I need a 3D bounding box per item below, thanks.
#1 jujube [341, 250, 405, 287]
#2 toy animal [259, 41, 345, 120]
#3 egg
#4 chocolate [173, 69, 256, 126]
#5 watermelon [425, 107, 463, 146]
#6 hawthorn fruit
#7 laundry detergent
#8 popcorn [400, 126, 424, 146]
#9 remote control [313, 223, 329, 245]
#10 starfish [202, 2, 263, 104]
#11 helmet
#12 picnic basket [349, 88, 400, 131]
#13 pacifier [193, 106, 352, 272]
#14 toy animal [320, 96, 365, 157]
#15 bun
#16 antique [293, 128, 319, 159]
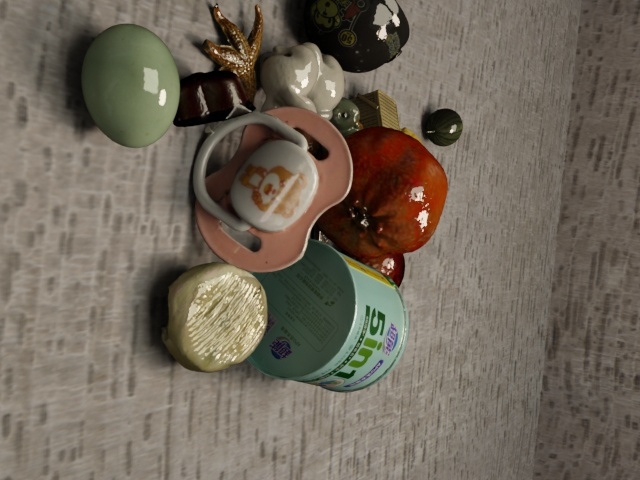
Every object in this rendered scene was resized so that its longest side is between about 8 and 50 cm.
[{"bbox_3d":[0.125,0.080,2.096,0.168,0.168,0.236,-55,157,-37],"label":"jujube"},{"bbox_3d":[-0.039,-0.307,1.729,0.193,0.127,0.179,-25,105,-58],"label":"toy animal"},{"bbox_3d":[-0.294,-0.239,1.331,0.149,0.149,0.192,-38,134,-49],"label":"egg"},{"bbox_3d":[-0.195,-0.263,1.517,0.125,0.148,0.080,-102,-179,-64],"label":"chocolate"},{"bbox_3d":[0.340,-0.314,2.404,0.133,0.105,0.105,-26,119,-40],"label":"watermelon"},{"bbox_3d":[0.129,-0.117,1.817,0.330,0.287,0.287,-57,142,-54],"label":"hawthorn fruit"},{"bbox_3d":[0.018,0.168,1.803,0.305,0.287,0.287,27,74,-57],"label":"laundry detergent"},{"bbox_3d":[0.207,-0.182,2.186,0.194,0.163,0.140,53,21,-11],"label":"popcorn"},{"bbox_3d":[0.000,0.000,1.987,0.059,0.028,0.212,5,92,-55],"label":"remote control"},{"bbox_3d":[-0.153,-0.340,1.632,0.213,0.057,0.238,-55,139,-26],"label":"starfish"},{"bbox_3d":[0.059,-0.446,1.822,0.160,0.230,0.279,-51,163,-15],"label":"helmet"},{"bbox_3d":[0.135,-0.270,2.054,0.115,0.079,0.164,20,60,-60],"label":"picnic basket"},{"bbox_3d":[-0.089,-0.097,1.636,0.332,0.220,0.273,-54,145,-4],"label":"pacifier"},{"bbox_3d":[0.045,-0.252,1.926,0.138,0.108,0.236,-46,133,-43],"label":"toy animal"},{"bbox_3d":[-0.205,0.139,1.589,0.237,0.116,0.210,47,68,-43],"label":"bun"},{"bbox_3d":[-0.049,-0.191,1.792,0.104,0.104,0.104,-19,113,-56],"label":"antique"}]
